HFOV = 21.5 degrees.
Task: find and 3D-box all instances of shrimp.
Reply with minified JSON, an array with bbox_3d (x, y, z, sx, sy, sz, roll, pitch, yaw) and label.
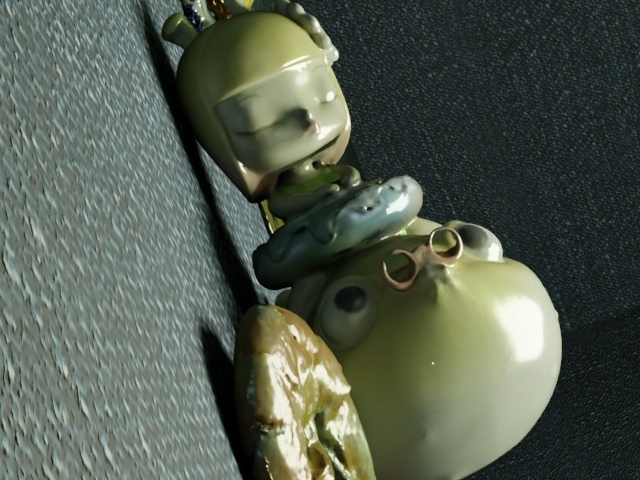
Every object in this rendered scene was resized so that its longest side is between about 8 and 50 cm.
[{"bbox_3d":[0.003,0.155,1.055,0.145,0.061,0.267,-93,167,-47],"label":"shrimp"}]

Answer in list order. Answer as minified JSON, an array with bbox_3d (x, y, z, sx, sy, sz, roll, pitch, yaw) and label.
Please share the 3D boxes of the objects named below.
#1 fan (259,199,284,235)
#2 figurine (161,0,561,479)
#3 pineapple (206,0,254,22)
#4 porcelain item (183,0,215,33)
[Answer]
[{"bbox_3d":[-0.050,-0.059,1.652,0.229,0.011,0.335,59,13,-67],"label":"fan"},{"bbox_3d":[0.000,0.000,1.234,0.394,0.227,0.274,60,-27,4],"label":"figurine"},{"bbox_3d":[-0.098,-0.264,1.607,0.114,0.077,0.114,44,19,-48],"label":"pineapple"},{"bbox_3d":[-0.101,-0.184,1.497,0.075,0.021,0.136,-104,173,-52],"label":"porcelain item"}]
